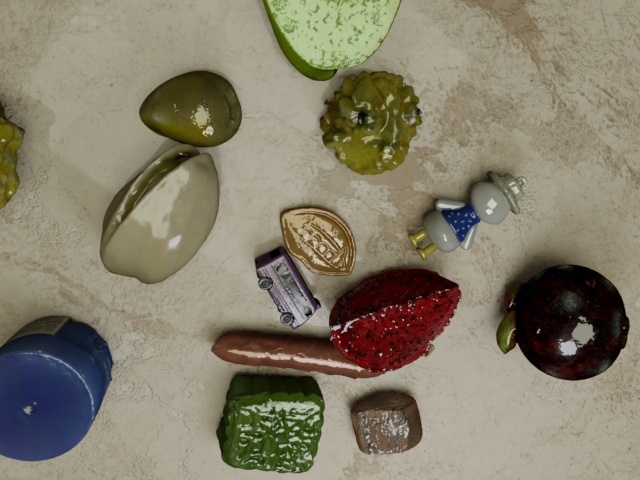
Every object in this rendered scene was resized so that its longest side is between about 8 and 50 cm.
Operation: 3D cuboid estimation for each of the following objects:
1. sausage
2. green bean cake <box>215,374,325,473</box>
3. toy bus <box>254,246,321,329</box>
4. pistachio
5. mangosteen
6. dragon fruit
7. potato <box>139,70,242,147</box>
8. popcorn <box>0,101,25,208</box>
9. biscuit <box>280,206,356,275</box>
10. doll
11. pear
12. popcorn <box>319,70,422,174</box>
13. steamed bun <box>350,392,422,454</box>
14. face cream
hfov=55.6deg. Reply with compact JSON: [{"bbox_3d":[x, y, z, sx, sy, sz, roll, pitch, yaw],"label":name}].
[{"bbox_3d":[-0.042,0.272,1.449,0.434,0.088,0.087,9,106,-11],"label":"sausage"},{"bbox_3d":[-0.122,0.442,1.469,0.248,0.125,0.222,8,107,-11],"label":"green bean cake"},{"bbox_3d":[-0.077,0.109,1.389,0.098,0.087,0.178,-29,109,-1],"label":"toy bus"},{"bbox_3d":[-0.324,-0.056,1.239,0.208,0.226,0.331,47,107,22],"label":"pistachio"},{"bbox_3d":[0.568,0.190,1.427,0.288,0.288,0.287,-2,108,-8],"label":"mangosteen"},{"bbox_3d":[0.160,0.187,1.430,0.317,0.152,0.204,-16,122,-10],"label":"dragon fruit"},{"bbox_3d":[-0.265,-0.262,1.223,0.194,0.157,0.157,-3,109,16],"label":"potato"},{"bbox_3d":[-0.692,-0.179,1.146,0.252,0.215,0.286,-28,106,8],"label":"popcorn"},{"bbox_3d":[0.000,0.000,1.397,0.142,0.029,0.220,-43,108,6],"label":"biscuit"},{"bbox_3d":[0.341,-0.061,1.388,0.293,0.119,0.138,-34,93,8],"label":"doll"},{"bbox_3d":[0.019,-0.449,1.191,0.293,0.159,0.292,-1,109,-4],"label":"pear"},{"bbox_3d":[0.103,-0.244,1.259,0.189,0.169,0.217,16,98,-14],"label":"popcorn"},{"bbox_3d":[0.168,0.461,1.527,0.175,0.106,0.144,-11,109,-2],"label":"steamed bun"},{"bbox_3d":[-0.588,0.306,1.307,0.249,0.225,0.248,-2,105,-7],"label":"face cream"}]
